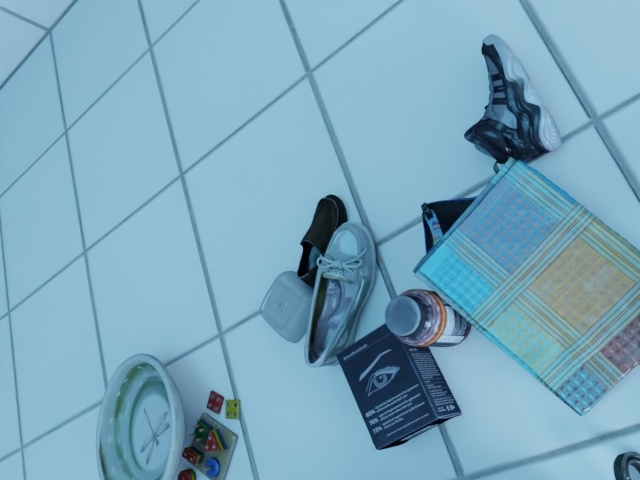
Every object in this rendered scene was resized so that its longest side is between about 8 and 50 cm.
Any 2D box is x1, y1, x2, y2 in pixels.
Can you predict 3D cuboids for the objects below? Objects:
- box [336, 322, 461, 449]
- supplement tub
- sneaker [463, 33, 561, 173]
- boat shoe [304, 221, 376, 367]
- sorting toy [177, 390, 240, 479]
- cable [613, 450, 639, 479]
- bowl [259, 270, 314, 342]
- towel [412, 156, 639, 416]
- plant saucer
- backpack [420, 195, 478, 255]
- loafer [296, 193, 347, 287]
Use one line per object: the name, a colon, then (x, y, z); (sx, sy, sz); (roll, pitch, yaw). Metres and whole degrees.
box: (0.150, 0.278, 1.144); (0.153, 0.108, 0.207); (-36, 61, 26)
supplement tub: (0.196, 0.144, 1.079); (0.106, 0.198, 0.106); (-8, 76, 36)
sneaker: (0.333, -0.258, 1.115); (0.153, 0.101, 0.268); (-31, 67, 25)
boat shoe: (0.036, 0.116, 1.251); (0.118, 0.103, 0.320); (17, 93, 25)
sorting toy: (-0.280, 0.512, 1.453); (0.132, 0.046, 0.274); (20, 93, 37)
cable: (0.519, 0.458, 0.847); (0.139, 0.072, 0.287); (5, 66, -6)
bowl: (-0.080, 0.154, 1.373); (0.142, 0.053, 0.142); (40, 106, 35)
towel: (0.374, 0.072, 0.970); (0.370, 0.040, 0.271); (42, 106, 16)
plant saucer: (-0.453, 0.502, 1.531); (0.400, 0.100, 0.400); (-13, 70, 42)
backpack: (0.277, 0.010, 1.097); (0.158, 0.117, 0.173); (-7, 80, 35)
loafer: (0.000, 0.000, 1.326); (0.080, 0.078, 0.220); (10, 87, 37)
